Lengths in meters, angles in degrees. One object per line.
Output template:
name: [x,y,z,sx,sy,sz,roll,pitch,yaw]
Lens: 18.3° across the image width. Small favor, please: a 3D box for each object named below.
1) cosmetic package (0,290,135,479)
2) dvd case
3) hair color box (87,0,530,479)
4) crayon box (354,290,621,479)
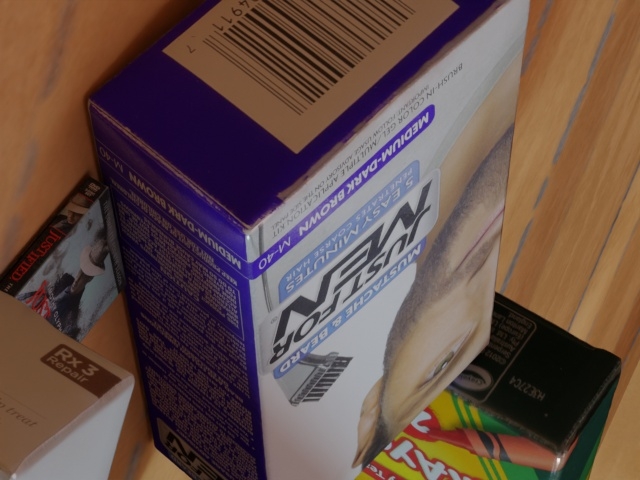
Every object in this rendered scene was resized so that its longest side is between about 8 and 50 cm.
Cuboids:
cosmetic package: [-0.160,0.129,0.760,0.085,0.117,0.231,-41,152,-52]
dvd case: [-0.129,0.038,0.880,0.119,0.013,0.087,-54,161,-27]
hair color box: [0.000,0.000,0.990,0.185,0.110,0.339,-43,158,-21]
crayon box: [0.072,0.139,1.291,0.081,0.202,0.318,-51,160,-28]
